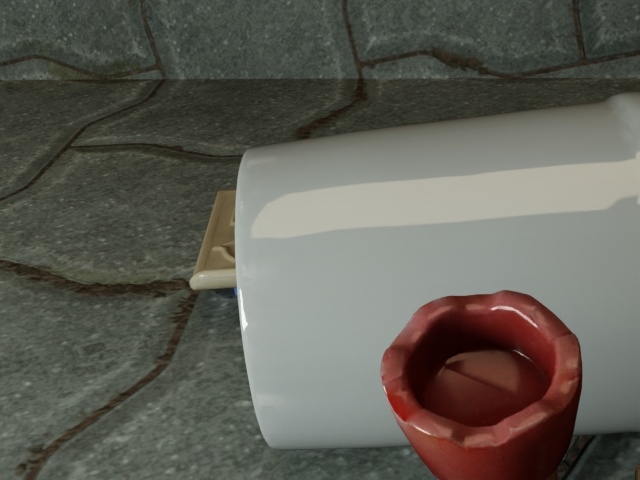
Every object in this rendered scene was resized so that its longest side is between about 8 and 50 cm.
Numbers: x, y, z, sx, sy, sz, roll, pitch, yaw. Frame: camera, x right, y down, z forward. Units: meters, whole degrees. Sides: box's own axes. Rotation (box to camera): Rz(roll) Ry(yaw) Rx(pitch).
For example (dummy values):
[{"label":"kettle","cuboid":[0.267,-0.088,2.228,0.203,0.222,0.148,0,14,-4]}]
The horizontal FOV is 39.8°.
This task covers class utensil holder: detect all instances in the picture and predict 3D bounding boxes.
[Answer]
[{"label":"utensil holder","cuboid":[0.133,0.039,0.863,0.385,0.327,0.327,-6,26,4]}]

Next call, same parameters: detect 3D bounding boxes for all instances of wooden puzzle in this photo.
[{"label":"wooden puzzle","cuboid":[0.000,0.000,1.245,0.322,0.080,0.348,-3,22,3]}]

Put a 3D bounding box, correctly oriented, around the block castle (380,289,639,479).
[{"label":"block castle","cuboid":[0.174,0.187,0.248,0.453,0.213,0.303,14,49,34]}]
